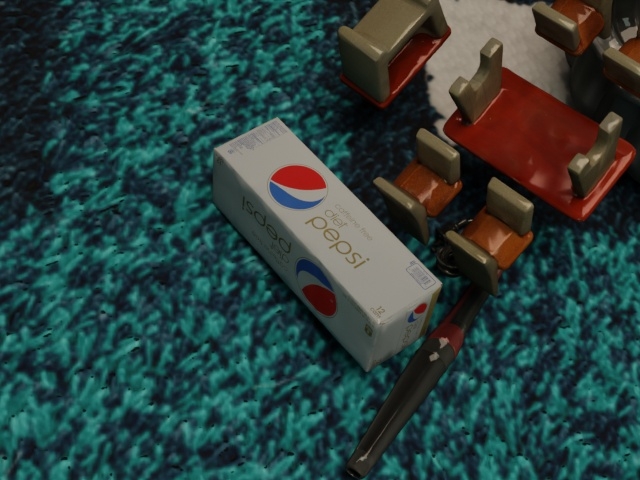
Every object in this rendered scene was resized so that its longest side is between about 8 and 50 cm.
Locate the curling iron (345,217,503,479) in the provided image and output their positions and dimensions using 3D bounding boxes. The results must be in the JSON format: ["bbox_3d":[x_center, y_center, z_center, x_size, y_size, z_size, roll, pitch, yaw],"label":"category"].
[{"bbox_3d":[0.087,0.085,0.967,0.068,0.035,0.274,22,56,13],"label":"curling iron"}]

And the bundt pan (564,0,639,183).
[{"bbox_3d":[0.386,-0.160,1.150,0.330,0.124,0.331,8,57,-12],"label":"bundt pan"}]

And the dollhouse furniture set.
[{"bbox_3d":[0.145,-0.115,1.009,0.259,0.135,0.262,38,80,23],"label":"dollhouse furniture set"}]

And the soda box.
[{"bbox_3d":[0.000,0.000,0.953,0.069,0.074,0.216,-29,61,-27],"label":"soda box"}]
